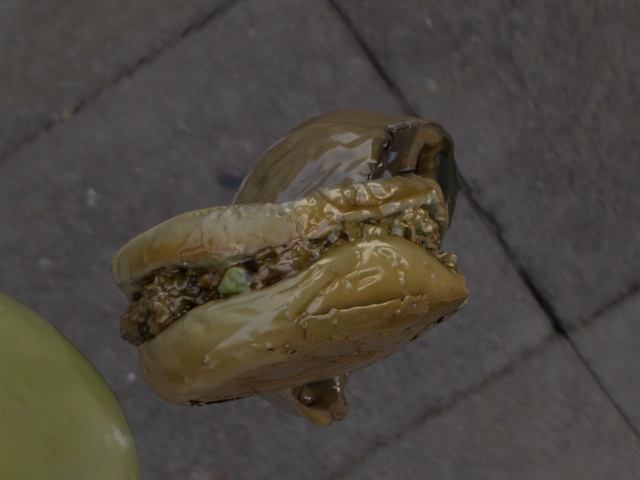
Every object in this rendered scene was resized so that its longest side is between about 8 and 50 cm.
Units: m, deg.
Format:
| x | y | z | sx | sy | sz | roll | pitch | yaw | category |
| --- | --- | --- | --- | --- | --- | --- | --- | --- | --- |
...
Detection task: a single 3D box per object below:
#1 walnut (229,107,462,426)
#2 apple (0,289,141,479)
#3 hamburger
| x | y | z | sx | sy | sz | roll | pitch | yaw | category |
| --- | --- | --- | --- | --- | --- | --- | --- | --- | --- |
| -0.004 | -0.002 | 1.331 | 0.141 | 0.204 | 0.238 | 24 | 66 | 21 | walnut |
| -0.245 | 0.171 | 0.902 | 0.258 | 0.233 | 0.295 | 23 | 124 | -2 | apple |
| -0.021 | 0.030 | 1.103 | 0.214 | 0.214 | 0.108 | -20 | 79 | 13 | hamburger |
